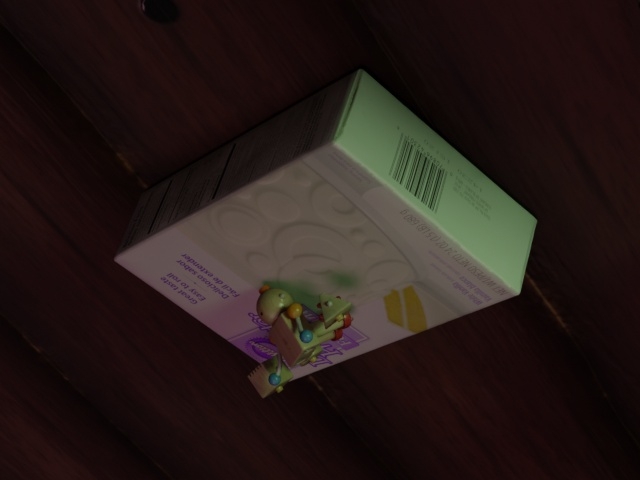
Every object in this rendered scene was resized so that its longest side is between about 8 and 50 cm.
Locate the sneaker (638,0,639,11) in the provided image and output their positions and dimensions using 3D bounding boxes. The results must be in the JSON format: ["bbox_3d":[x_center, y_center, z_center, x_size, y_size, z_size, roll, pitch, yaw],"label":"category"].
[{"bbox_3d":[0.368,-0.176,1.009,0.330,0.129,0.147,14,130,0],"label":"sneaker"}]

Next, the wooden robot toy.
[{"bbox_3d":[-0.028,0.075,1.395,0.079,0.076,0.173,53,145,13],"label":"wooden robot toy"}]

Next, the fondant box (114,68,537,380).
[{"bbox_3d":[0.000,0.000,1.399,0.238,0.096,0.330,38,141,-25],"label":"fondant box"}]
